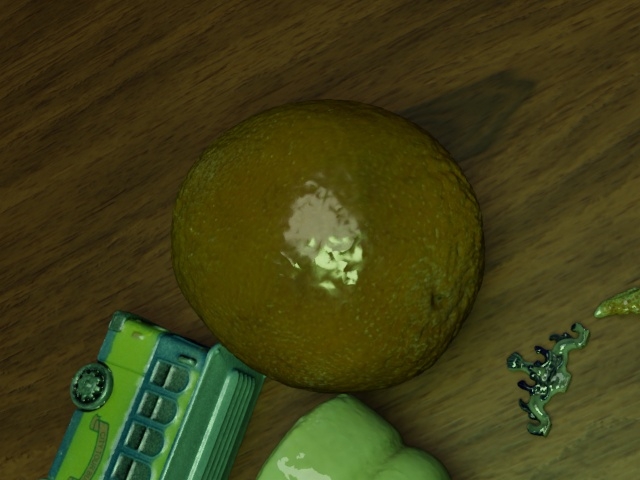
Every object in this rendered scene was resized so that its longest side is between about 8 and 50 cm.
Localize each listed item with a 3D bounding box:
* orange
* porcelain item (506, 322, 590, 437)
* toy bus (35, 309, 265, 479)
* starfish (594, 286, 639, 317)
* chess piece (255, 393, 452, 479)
[{"bbox_3d":[0.000,0.000,0.903,0.357,0.322,0.322,25,79,36],"label":"orange"},{"bbox_3d":[0.245,0.147,0.908,0.075,0.021,0.136,20,77,31],"label":"porcelain item"},{"bbox_3d":[-0.210,0.259,0.961,0.190,0.152,0.312,14,75,26],"label":"toy bus"},{"bbox_3d":[0.487,0.090,0.815,0.347,0.078,0.358,37,85,26],"label":"starfish"},{"bbox_3d":[0.145,0.331,0.748,0.442,0.234,0.234,31,82,26],"label":"chess piece"}]
